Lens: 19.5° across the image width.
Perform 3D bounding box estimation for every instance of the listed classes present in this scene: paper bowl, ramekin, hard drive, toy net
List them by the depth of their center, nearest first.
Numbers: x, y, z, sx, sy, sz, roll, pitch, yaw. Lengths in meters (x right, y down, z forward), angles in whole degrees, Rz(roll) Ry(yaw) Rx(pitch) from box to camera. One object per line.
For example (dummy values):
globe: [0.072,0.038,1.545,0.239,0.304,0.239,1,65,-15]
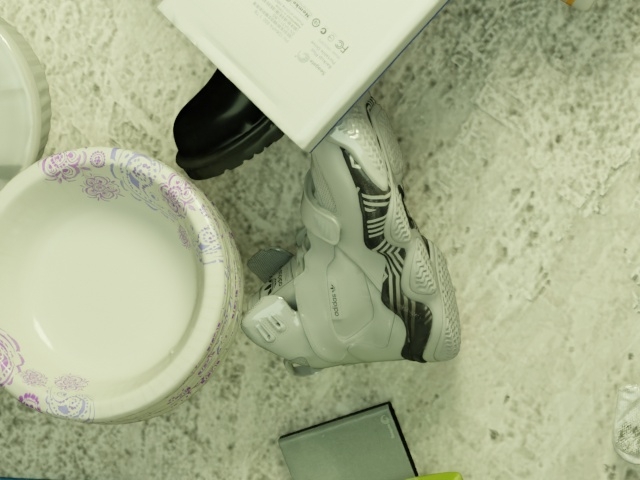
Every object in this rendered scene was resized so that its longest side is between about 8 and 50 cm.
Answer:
hard drive: [0.022,-0.272,1.783,0.210,0.040,0.319,45,97,15]
paper bowl: [-0.219,0.052,1.947,0.284,0.148,0.284,-2,81,11]
toy net: [0.362,0.262,2.012,0.122,0.045,0.232,-22,95,16]
ramekin: [-0.418,-0.140,2.025,0.273,0.127,0.273,2,101,10]
hard drive: [0.032,0.243,2.077,0.135,0.022,0.094,-19,97,13]

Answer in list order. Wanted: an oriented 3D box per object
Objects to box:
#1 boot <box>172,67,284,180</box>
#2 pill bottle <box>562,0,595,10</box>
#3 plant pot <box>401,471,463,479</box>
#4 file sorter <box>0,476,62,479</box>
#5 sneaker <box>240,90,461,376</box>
boot: [-0.087,-0.258,1.913,0.348,0.131,0.260,-44,109,5]
pill bottle: [0.190,-0.359,1.855,0.272,0.152,0.152,31,105,3]
plant pot: [0.051,0.399,1.998,0.207,0.227,0.228,-6,109,18]
file sorter: [-0.304,0.345,2.117,0.170,0.104,0.118,2,101,10]
sneaker: [0.000,0.000,1.927,0.210,0.137,0.366,-16,124,13]
